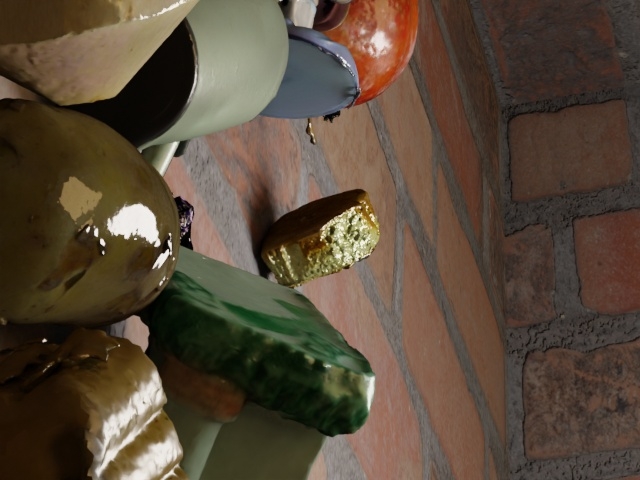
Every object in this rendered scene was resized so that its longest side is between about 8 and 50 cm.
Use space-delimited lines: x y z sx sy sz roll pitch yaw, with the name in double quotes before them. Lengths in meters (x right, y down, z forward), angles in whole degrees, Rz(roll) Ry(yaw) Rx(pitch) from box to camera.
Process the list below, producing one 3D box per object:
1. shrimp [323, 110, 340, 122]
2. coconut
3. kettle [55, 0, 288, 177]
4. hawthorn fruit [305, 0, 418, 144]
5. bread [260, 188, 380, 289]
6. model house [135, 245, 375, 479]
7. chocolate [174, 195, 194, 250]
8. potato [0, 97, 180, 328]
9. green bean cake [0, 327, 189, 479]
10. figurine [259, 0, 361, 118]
"shrimp" 0.003 -0.230 2.423 0.091 0.034 0.161 53 23 -38
"coconut" -0.196 -0.216 1.221 0.259 0.259 0.259 -9 90 -76
"kettle" -0.146 -0.142 1.560 0.255 0.165 0.240 -38 146 -73
"hawthorn fruit" -0.002 -0.237 2.043 0.242 0.241 0.272 -79 172 -53
"bread" 0.000 0.000 2.045 0.128 0.140 0.069 -76 145 -69
"model house" -0.123 0.192 1.457 0.325 0.194 0.267 -67 -159 8
"chocolate" -0.156 -0.009 1.621 0.070 0.072 0.147 40 7 2
"potato" -0.193 -0.015 1.263 0.262 0.165 0.165 17 64 -67
"green bean cake" -0.188 0.180 1.042 0.131 0.224 0.230 -49 126 -67
"figurine" -0.054 -0.350 1.811 0.248 0.276 0.388 31 61 -42
